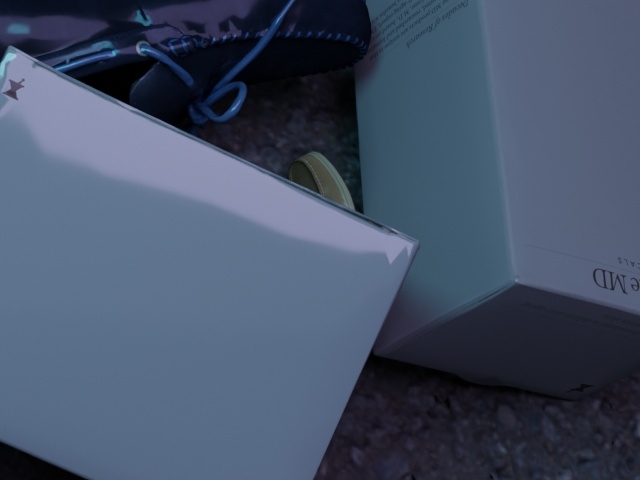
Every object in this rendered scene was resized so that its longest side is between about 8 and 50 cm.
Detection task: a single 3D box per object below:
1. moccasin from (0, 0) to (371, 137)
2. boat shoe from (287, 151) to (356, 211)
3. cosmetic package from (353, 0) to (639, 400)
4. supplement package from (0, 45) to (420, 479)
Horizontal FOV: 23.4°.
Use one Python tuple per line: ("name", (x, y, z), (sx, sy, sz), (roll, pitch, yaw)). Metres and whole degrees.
("moccasin", (-0.130, -0.112, 1.063), (0.342, 0.138, 0.117), (-6, 71, -10))
("boat shoe", (0.000, 0.000, 1.090), (0.045, 0.050, 0.135), (-7, 68, -31))
("cosmetic package", (0.142, -0.089, 1.117), (0.197, 0.155, 0.366), (13, 59, -33))
("supplement package", (-0.110, 0.038, 0.927), (0.261, 0.145, 0.204), (25, 85, -9))
